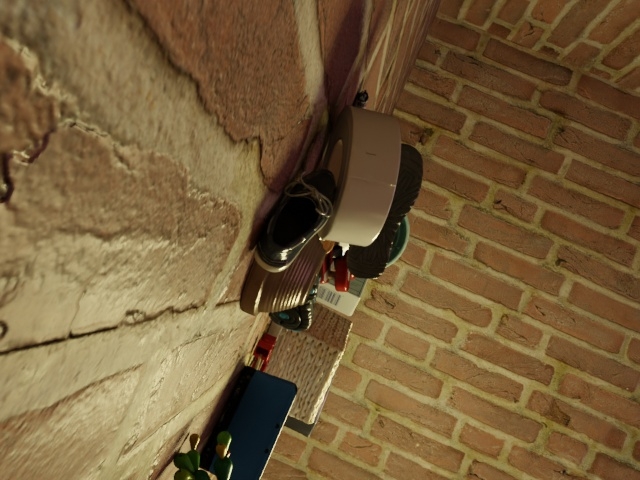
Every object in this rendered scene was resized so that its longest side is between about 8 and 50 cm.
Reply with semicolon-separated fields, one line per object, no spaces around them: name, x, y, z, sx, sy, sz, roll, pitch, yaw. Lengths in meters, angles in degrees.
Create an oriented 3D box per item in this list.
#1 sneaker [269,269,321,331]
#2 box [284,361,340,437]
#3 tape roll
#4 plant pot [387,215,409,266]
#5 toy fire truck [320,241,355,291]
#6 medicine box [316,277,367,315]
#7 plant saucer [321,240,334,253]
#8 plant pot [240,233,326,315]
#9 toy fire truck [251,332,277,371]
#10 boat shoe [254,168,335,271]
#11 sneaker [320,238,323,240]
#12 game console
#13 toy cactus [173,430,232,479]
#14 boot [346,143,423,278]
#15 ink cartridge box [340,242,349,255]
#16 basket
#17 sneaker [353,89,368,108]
sneaker;-0.056;0.149;1.457;0.341;0.124;0.140;115;-4;-51
box;-0.112;0.598;2.093;0.183;0.293;0.296;109;6;-49
tape roll;0.071;-0.134;1.059;0.286;0.100;0.287;-169;-90;-79
plant pot;0.180;-0.049;2.177;0.334;0.340;0.341;-146;-100;-86
toy fire truck;0.022;0.014;1.600;0.302;0.169;0.254;-46;138;-71
medicine box;0.086;0.159;2.344;0.289;0.263;0.149;-61;174;-45
plant saucer;0.000;0.000;1.418;0.084;0.083;0.013;-66;155;2
plant pot;-0.060;0.054;1.011;0.237;0.109;0.238;24;90;-87
toy fire truck;-0.181;0.360;1.549;0.135;0.047;0.192;-65;176;-61
boat shoe;-0.033;-0.055;0.895;0.254;0.095;0.079;-51;179;-39
sneaker;0.004;-0.045;1.369;0.235;0.094;0.090;-61;175;-36
game console;-0.200;0.527;1.421;0.250;0.173;0.293;104;11;-66
toy cactus;-0.224;0.487;0.974;0.112;0.180;0.219;-45;-177;33
boot;0.170;-0.126;1.463;0.445;0.146;0.367;-67;179;-72
ink cartridge box;0.091;-0.056;1.805;0.231;0.078;0.134;-52;-148;20
basket;-0.069;0.407;1.806;0.328;0.266;0.332;-46;157;-76
sneaker;0.101;-0.353;1.299;0.069;0.038;0.098;106;-1;-51
